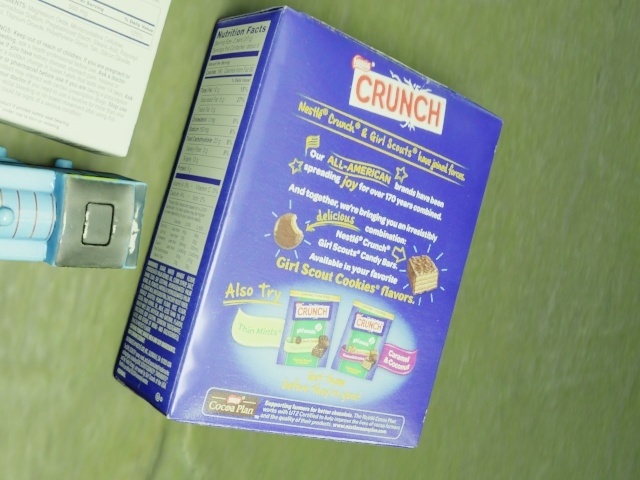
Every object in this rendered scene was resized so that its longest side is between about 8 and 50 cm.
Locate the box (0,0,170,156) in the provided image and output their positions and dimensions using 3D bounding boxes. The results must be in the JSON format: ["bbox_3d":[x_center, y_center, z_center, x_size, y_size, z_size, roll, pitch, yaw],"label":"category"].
[{"bbox_3d":[-0.187,-0.142,0.584,0.126,0.072,0.137,17,88,-38],"label":"box"}]

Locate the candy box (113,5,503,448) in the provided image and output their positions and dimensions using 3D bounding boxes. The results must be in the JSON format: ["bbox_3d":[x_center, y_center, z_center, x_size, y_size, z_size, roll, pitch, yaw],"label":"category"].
[{"bbox_3d":[0.000,0.000,0.726,0.268,0.122,0.317,18,88,-38],"label":"candy box"}]

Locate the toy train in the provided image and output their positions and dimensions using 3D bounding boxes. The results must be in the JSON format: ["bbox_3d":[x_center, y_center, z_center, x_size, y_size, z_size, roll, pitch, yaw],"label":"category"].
[{"bbox_3d":[-0.212,-0.022,0.565,0.184,0.105,0.080,5,95,-39],"label":"toy train"}]
